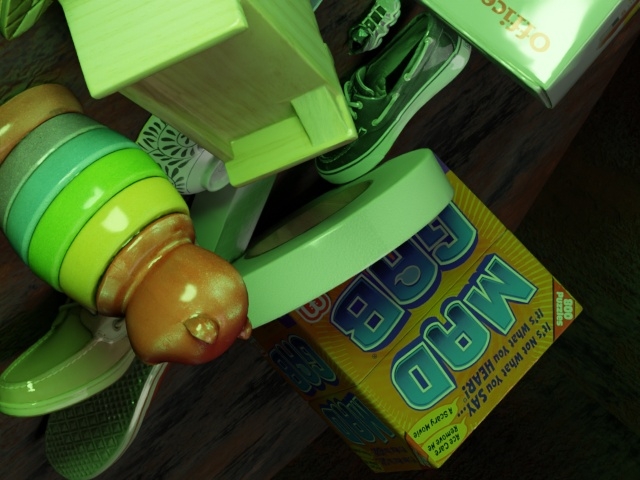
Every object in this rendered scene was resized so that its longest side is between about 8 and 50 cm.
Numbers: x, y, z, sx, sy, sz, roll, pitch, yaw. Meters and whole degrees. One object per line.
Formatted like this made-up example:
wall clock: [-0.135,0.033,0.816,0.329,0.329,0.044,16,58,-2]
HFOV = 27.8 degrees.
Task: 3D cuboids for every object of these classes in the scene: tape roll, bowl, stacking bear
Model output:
tape roll: [0.000,0.000,1.782,0.392,0.072,0.392,-30,-171,5]
bowl: [-0.131,-0.109,1.485,0.170,0.080,0.170,-46,164,-17]
stacking bear: [-0.188,0.003,1.187,0.164,0.289,0.175,-51,165,6]

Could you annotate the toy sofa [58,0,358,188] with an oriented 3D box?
toy sofa: [-0.102,-0.189,1.227,0.150,0.177,0.362,-23,164,12]

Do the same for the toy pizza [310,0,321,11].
toy pizza: [-0.047,-0.277,1.408,0.201,0.032,0.201,-45,166,-15]

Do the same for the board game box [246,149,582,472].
board game box: [0.134,0.132,2.147,0.356,0.356,0.356,-44,-179,-17]

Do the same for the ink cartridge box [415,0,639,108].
ink cartridge box: [0.302,-0.402,1.626,0.385,0.279,0.160,-50,166,6]

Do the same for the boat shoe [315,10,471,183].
boat shoe: [0.079,-0.204,1.840,0.102,0.108,0.301,22,126,-41]

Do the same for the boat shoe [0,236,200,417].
boat shoe: [-0.267,0.088,1.559,0.341,0.121,0.110,-41,125,-43]

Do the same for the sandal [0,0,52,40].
sandal: [-0.226,-0.237,0.970,0.072,0.049,0.180,-43,153,-44]

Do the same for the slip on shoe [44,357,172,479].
slip on shoe: [-0.271,0.196,1.782,0.331,0.123,0.101,-59,167,15]

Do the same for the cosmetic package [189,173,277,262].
cosmetic package: [-0.119,-0.052,1.695,0.099,0.060,0.239,-35,160,-41]

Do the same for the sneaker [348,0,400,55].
sneaker: [0.066,-0.281,1.707,0.069,0.038,0.098,-36,160,-43]
